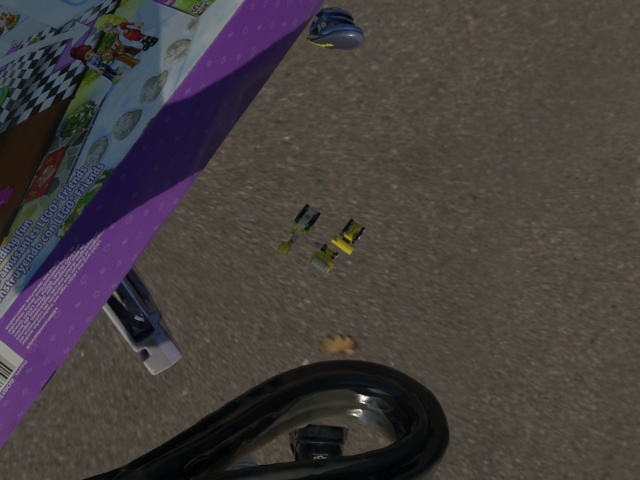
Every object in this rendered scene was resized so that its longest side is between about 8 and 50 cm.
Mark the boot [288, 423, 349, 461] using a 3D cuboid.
[{"bbox_3d":[-0.013,0.364,1.359,0.094,0.246,0.207,7,80,-1],"label":"boot"}]

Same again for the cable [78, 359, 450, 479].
[{"bbox_3d":[-0.074,0.107,0.286,0.139,0.287,0.072,24,117,25],"label":"cable"}]

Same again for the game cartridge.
[{"bbox_3d":[-0.303,-0.012,1.212,0.068,0.230,0.355,-33,111,-4],"label":"game cartridge"}]

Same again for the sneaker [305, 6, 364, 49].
[{"bbox_3d":[0.022,-0.308,1.378,0.053,0.144,0.059,17,95,-27],"label":"sneaker"}]

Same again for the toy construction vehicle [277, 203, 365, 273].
[{"bbox_3d":[0.000,0.000,1.250,0.086,0.035,0.098,33,52,2],"label":"toy construction vehicle"}]

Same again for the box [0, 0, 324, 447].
[{"bbox_3d":[-0.140,-0.078,0.426,0.201,0.057,0.293,26,70,21],"label":"box"}]

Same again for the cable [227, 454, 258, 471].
[{"bbox_3d":[-0.215,0.473,1.717,0.257,0.257,0.089,-22,58,-20],"label":"cable"}]
